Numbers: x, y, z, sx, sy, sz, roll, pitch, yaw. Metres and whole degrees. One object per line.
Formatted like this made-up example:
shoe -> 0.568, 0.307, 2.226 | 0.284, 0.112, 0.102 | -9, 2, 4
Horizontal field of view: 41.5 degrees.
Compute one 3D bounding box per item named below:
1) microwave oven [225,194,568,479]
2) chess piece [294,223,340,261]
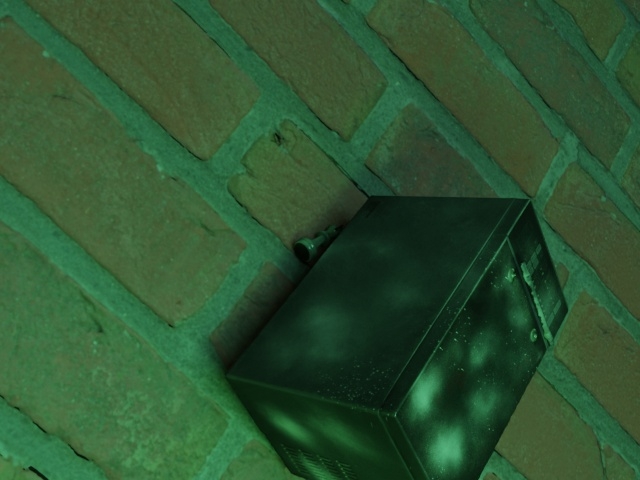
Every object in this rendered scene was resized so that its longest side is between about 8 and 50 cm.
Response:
microwave oven -> 0.125, 0.151, 1.291 | 0.432, 0.375, 0.236 | -50, 128, -34
chess piece -> 0.000, 0.000, 1.448 | 0.093, 0.042, 0.042 | -32, 96, -39
